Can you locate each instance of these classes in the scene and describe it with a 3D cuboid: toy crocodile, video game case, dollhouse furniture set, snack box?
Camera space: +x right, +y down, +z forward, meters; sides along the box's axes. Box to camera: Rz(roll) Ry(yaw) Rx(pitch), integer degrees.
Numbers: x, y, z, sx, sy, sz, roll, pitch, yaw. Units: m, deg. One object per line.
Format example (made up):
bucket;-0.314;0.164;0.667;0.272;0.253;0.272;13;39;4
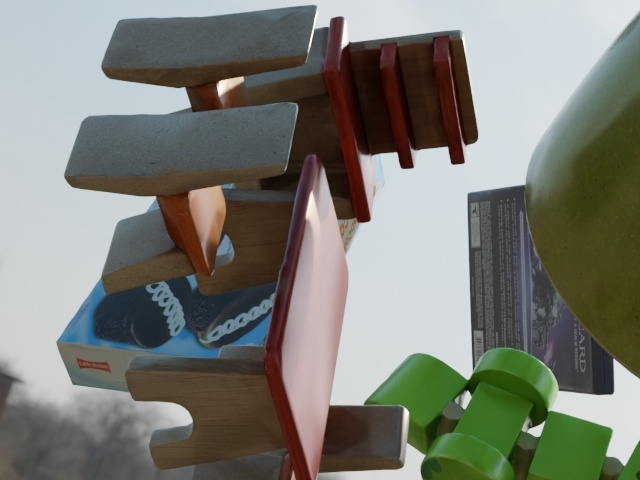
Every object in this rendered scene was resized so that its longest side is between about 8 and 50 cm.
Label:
toy crocodile;0.187;0.173;1.233;0.340;0.115;0.105;20;-38;17
video game case;0.205;0.043;1.622;0.026;0.196;0.274;-1;-1;-19
dollhouse furniture set;0.000;0.000;0.813;0.135;0.259;0.262;-5;-51;12
snack box;-0.081;0.015;1.536;0.187;0.322;0.060;5;-50;22

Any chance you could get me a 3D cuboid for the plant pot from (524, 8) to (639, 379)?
plant pot;0.280;-0.088;0.841;0.274;0.275;0.293;20;-46;-1
